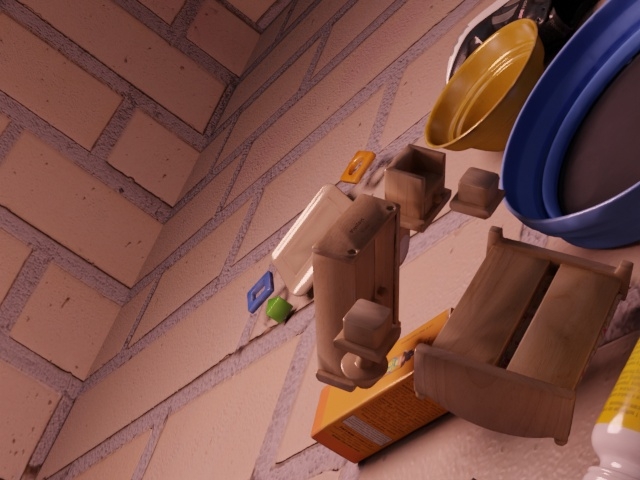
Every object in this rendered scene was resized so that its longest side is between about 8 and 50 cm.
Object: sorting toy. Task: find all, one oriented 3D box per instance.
[{"bbox_3d":[0.000,0.000,1.769,0.347,0.047,0.196,-53,22,5],"label":"sorting toy"}]

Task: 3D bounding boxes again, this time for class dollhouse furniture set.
[{"bbox_3d":[0.181,0.085,1.005,0.303,0.356,0.173,-49,-33,-43],"label":"dollhouse furniture set"}]

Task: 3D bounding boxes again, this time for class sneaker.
[{"bbox_3d":[0.292,-0.300,1.485,0.283,0.107,0.124,-52,24,7],"label":"sneaker"}]

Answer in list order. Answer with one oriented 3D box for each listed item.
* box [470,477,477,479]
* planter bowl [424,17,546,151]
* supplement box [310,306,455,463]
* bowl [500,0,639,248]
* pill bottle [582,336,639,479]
[{"bbox_3d":[0.135,0.266,0.914,0.083,0.052,0.062,-51,17,7],"label":"box"},{"bbox_3d":[0.246,-0.188,1.406,0.217,0.090,0.217,-48,19,22],"label":"planter bowl"},{"bbox_3d":[0.090,0.168,1.171,0.233,0.080,0.078,-41,23,41],"label":"supplement box"},{"bbox_3d":[0.355,-0.158,1.098,0.391,0.077,0.391,-47,18,21],"label":"bowl"},{"bbox_3d":[0.266,0.123,0.731,0.208,0.119,0.119,-58,18,-13],"label":"pill bottle"}]
